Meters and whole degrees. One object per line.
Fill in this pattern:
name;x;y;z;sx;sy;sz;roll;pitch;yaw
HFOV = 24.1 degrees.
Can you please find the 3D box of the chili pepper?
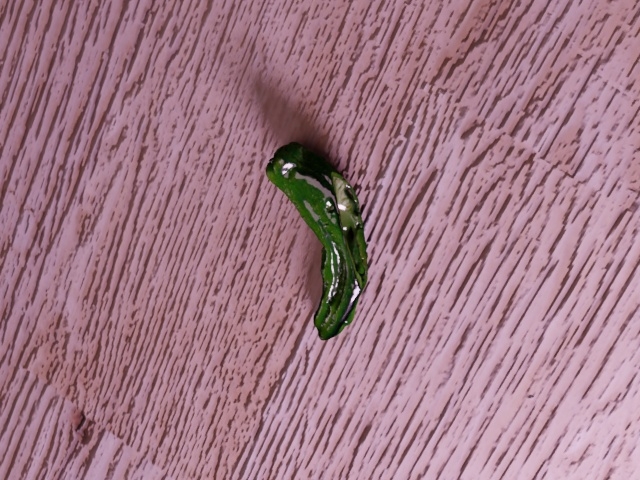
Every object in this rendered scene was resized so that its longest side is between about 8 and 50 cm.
chili pepper;0.006;0.002;1.268;0.073;0.050;0.182;-5;109;23
